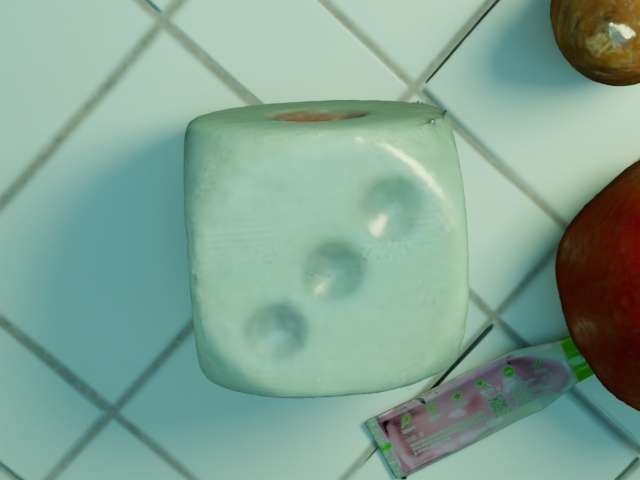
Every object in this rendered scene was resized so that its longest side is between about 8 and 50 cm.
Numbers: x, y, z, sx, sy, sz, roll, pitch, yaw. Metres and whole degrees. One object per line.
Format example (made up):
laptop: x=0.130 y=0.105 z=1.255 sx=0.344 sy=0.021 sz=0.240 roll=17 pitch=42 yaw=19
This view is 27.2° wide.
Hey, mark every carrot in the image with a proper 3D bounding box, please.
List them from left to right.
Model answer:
carrot: x=0.297 y=-0.228 z=1.326 sx=0.159 sy=0.225 sz=0.159 roll=5 pitch=106 yaw=17

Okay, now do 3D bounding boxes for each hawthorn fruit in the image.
hawthorn fruit: x=0.380 y=0.047 z=1.365 sx=0.295 sy=0.311 sz=0.295 roll=-6 pitch=75 yaw=23

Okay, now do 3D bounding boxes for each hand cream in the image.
hand cream: x=0.192 y=0.183 z=1.508 sx=0.275 sy=0.050 sz=0.079 roll=-27 pitch=77 yaw=7

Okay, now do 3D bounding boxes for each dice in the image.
dice: x=0.000 y=0.000 z=1.339 sx=0.268 sy=0.265 sz=0.263 roll=-3 pitch=102 yaw=-5
